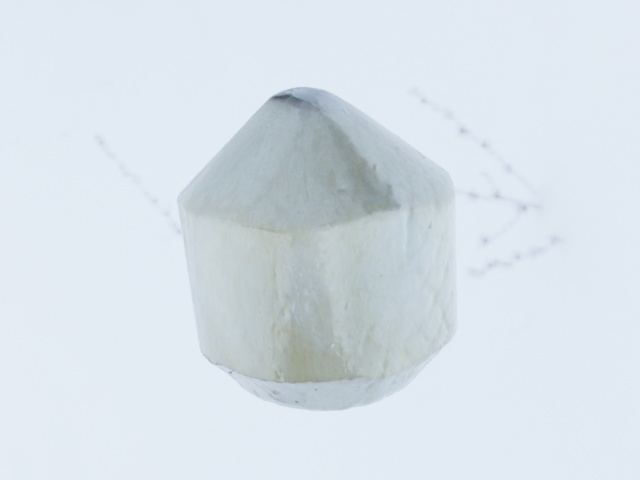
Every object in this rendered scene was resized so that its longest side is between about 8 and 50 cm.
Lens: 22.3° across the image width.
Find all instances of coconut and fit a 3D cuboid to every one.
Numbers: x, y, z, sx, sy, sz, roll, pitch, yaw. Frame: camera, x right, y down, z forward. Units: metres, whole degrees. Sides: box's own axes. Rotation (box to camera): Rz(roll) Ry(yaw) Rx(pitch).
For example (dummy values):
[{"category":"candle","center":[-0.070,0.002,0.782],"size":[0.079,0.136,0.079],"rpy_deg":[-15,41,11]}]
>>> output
[{"category":"coconut","center":[0.000,0.000,1.166],"size":[0.202,0.202,0.222],"rpy_deg":[-133,35,-67]}]
